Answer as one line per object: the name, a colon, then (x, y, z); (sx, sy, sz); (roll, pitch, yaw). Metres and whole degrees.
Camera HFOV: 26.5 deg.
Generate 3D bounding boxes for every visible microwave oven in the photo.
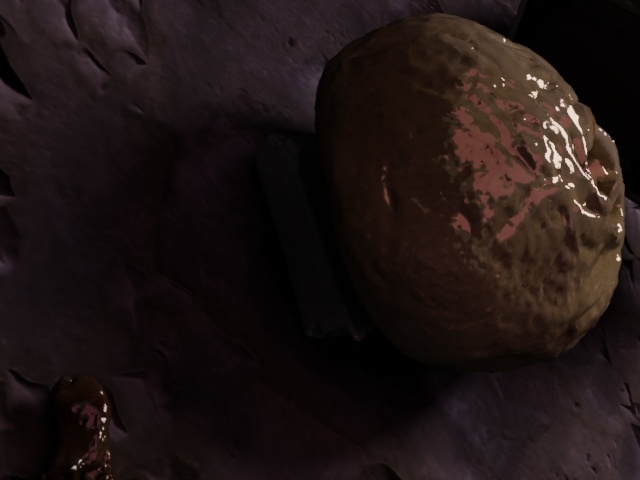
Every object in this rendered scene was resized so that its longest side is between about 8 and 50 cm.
microwave oven: (0.410, -0.171, 1.487); (0.286, 0.218, 0.355); (-12, 39, -46)

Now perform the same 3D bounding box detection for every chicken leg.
chicken leg: (-0.173, 0.189, 0.994); (0.085, 0.069, 0.197); (2, 58, -17)

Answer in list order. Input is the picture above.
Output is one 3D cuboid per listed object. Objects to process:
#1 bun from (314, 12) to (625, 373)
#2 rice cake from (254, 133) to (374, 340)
bun: (0.154, -0.049, 1.256); (0.352, 0.227, 0.349); (64, 24, -8)
rice cake: (0.000, -0.001, 1.247); (0.069, 0.063, 0.206); (-6, 74, -51)
